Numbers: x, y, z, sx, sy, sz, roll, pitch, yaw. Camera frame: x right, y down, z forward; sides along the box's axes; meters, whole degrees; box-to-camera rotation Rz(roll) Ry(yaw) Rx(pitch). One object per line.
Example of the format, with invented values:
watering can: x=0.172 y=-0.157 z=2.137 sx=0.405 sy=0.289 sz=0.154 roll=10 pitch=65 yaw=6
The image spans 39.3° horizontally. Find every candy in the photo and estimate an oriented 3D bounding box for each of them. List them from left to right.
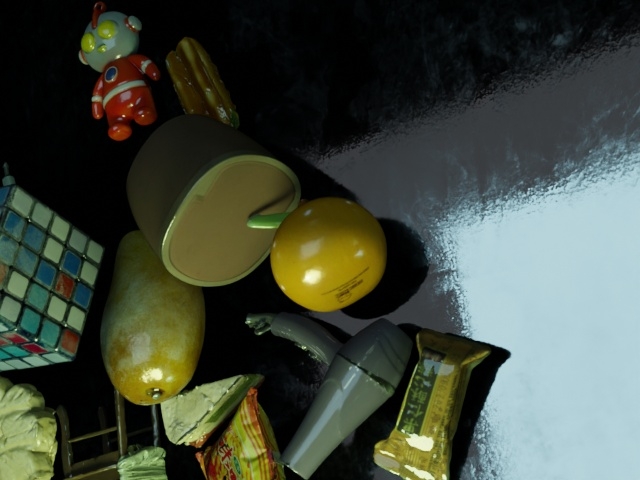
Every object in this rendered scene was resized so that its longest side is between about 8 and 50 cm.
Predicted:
candy: x=0.182 y=0.283 z=1.505 sx=0.143 sy=0.101 sz=0.271 roll=19 pitch=97 yaw=25

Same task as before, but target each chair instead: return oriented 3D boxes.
chair: x=-0.393 y=0.463 z=1.775 sx=0.186 sy=0.160 sz=0.319 roll=-20 pitch=70 yaw=20

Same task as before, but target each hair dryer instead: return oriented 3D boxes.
hair dryer: x=-0.744 y=-0.107 z=2.150 sx=0.100 sy=0.057 sz=0.197 roll=-34 pitch=57 yaw=21
hair dryer: x=-0.030 y=0.229 z=1.630 sx=0.301 sy=0.121 sz=0.361 roll=-51 pitch=45 yaw=-8

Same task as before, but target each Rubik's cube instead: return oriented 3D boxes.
Rubik's cube: x=-0.677 y=0.088 z=1.887 sx=0.292 sy=0.287 sz=0.293 roll=-12 pitch=54 yaw=28

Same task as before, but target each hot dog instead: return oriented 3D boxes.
hot dog: x=-0.248 y=-0.305 z=1.875 sx=0.115 sy=0.072 sz=0.269 roll=-34 pitch=67 yaw=20

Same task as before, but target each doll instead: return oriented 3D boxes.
doll: x=-0.454 y=-0.393 z=1.993 sx=0.200 sy=0.105 sz=0.336 roll=-26 pitch=70 yaw=24
doll: x=0.000 y=0.000 z=1.607 sx=0.213 sy=0.213 sz=0.236 roll=-43 pitch=55 yaw=17

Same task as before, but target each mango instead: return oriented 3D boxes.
mango: x=-0.333 y=0.143 z=1.767 sx=0.221 sy=0.199 sz=0.384 roll=-52 pitch=41 yaw=41

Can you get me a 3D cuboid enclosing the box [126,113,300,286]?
box: x=-0.216 y=-0.091 z=1.708 sx=0.301 sy=0.301 sz=0.216 roll=-52 pitch=54 yaw=12

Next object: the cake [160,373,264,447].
cake: x=-0.209 y=0.333 z=1.726 sx=0.220 sy=0.086 sz=0.116 roll=-16 pitch=73 yaw=27

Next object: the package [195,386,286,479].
package: x=-0.134 y=0.420 z=1.626 sx=0.288 sy=0.108 sz=0.223 roll=-50 pitch=52 yaw=45

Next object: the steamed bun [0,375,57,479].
steamed bun: x=-0.673 y=0.451 z=1.952 sx=0.295 sy=0.137 sz=0.292 roll=17 pitch=86 yaw=24
